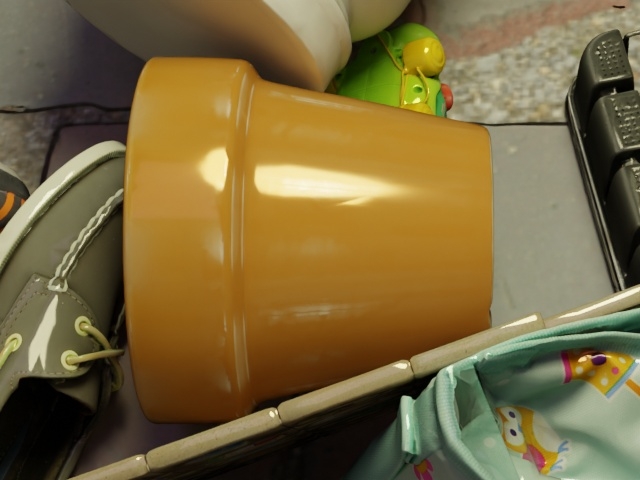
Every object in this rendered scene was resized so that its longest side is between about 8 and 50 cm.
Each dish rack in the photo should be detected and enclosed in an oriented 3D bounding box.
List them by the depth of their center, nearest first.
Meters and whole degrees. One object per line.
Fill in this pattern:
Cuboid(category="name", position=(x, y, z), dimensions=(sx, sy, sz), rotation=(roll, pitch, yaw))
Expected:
Cuboid(category="dish rack", position=(0.293, -0.057, 0.895), dimensions=(0.272, 0.074, 0.208), rotation=(-12, 60, 4))

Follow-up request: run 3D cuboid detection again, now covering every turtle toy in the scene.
Cuboid(category="turtle toy", position=(0.045, -0.087, 0.967), dimensions=(0.095, 0.066, 0.130), rotation=(-11, 54, 34))

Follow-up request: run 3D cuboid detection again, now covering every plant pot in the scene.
Cuboid(category="plant pot", position=(0.000, 0.000, 0.857), dimensions=(0.188, 0.205, 0.205), rotation=(0, 60, 3))

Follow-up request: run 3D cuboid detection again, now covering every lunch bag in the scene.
Cuboid(category="lunch bag", position=(0.138, 0.136, 0.684), dimensions=(0.262, 0.223, 0.160), rotation=(21, 64, -5))

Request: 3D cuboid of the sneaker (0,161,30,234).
Cuboid(category="sneaker", position=(-0.297, 0.088, 0.926), dimensions=(0.321, 0.124, 0.180), rotation=(-30, 62, 7))

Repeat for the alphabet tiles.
Cuboid(category="alphabet tiles", position=(-0.009, 0.091, 0.760), dimensions=(0.343, 0.285, 0.011), rotation=(-20, 81, 1))

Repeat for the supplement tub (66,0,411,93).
Cuboid(category="supplement tub", position=(-0.011, -0.270, 0.939), dimensions=(0.241, 0.241, 0.331), rotation=(22, 73, 23))

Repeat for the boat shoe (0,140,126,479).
Cuboid(category="boat shoe", position=(-0.165, 0.084, 0.891), dimensions=(0.091, 0.109, 0.305), rotation=(22, 74, 29))
